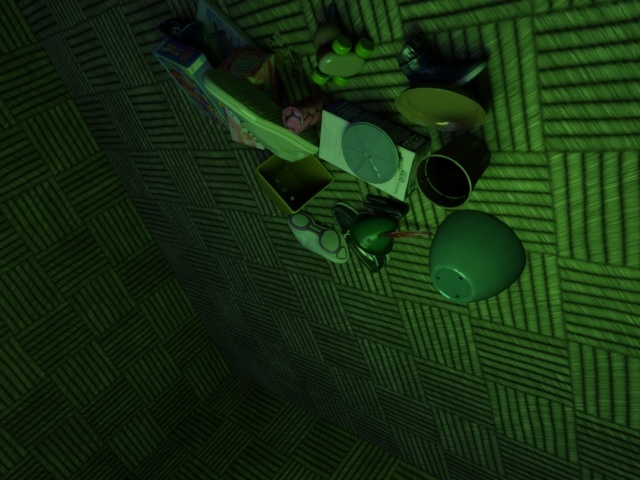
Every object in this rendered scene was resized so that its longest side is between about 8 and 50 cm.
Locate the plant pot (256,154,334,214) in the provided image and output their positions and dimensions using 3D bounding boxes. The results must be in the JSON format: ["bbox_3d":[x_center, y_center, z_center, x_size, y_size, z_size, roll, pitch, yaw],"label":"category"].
[{"bbox_3d":[-0.113,-0.218,1.872,0.212,0.212,0.187,49,159,-1],"label":"plant pot"}]

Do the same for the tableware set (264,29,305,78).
[{"bbox_3d":[-0.123,-0.602,1.634,0.154,0.024,0.104,49,147,-2],"label":"tableware set"}]

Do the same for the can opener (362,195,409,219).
[{"bbox_3d":[0.224,-0.121,1.713,0.186,0.059,0.073,27,169,44],"label":"can opener"}]

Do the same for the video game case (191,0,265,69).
[{"bbox_3d":[-0.339,-0.658,1.808,0.329,0.036,0.300,44,147,5],"label":"video game case"}]

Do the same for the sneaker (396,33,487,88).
[{"bbox_3d":[0.295,-0.455,1.257,0.226,0.086,0.163,-7,122,52],"label":"sneaker"}]

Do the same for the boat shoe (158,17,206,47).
[{"bbox_3d":[-0.502,-0.740,1.801,0.258,0.089,0.109,31,136,44],"label":"boat shoe"}]

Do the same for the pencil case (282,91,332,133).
[{"bbox_3d":[-0.039,-0.401,1.578,0.095,0.209,0.098,33,128,15],"label":"pencil case"}]

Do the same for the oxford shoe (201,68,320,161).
[{"bbox_3d":[-0.191,-0.377,1.575,0.449,0.169,0.130,27,131,-38],"label":"oxford shoe"}]

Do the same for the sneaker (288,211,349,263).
[{"bbox_3d":[0.000,0.000,2.063,0.305,0.114,0.152,38,159,22],"label":"sneaker"}]

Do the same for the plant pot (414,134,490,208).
[{"bbox_3d":[0.373,-0.198,1.361,0.167,0.165,0.167,30,143,26],"label":"plant pot"}]

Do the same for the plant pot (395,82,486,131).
[{"bbox_3d":[0.314,-0.349,1.293,0.236,0.032,0.236,16,172,2],"label":"plant pot"}]

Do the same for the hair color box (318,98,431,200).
[{"bbox_3d":[0.161,-0.288,1.562,0.339,0.110,0.185,33,142,24],"label":"hair color box"}]

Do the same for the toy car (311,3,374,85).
[{"bbox_3d":[0.040,-0.570,1.428,0.155,0.149,0.188,-39,64,53],"label":"toy car"}]

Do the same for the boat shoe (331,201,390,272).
[{"bbox_3d":[0.141,-0.012,1.880,0.302,0.091,0.114,47,147,1],"label":"boat shoe"}]

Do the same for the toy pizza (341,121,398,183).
[{"bbox_3d":[0.149,-0.261,1.480,0.201,0.032,0.201,27,139,26],"label":"toy pizza"}]

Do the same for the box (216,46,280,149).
[{"bbox_3d":[-0.238,-0.485,1.716,0.142,0.154,0.300,18,146,17],"label":"box"}]

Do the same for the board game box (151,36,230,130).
[{"bbox_3d":[-0.434,-0.564,1.831,0.233,0.078,0.347,33,168,34],"label":"board game box"}]

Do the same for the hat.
[{"bbox_3d":[0.229,-0.059,1.688,0.183,0.208,0.173,-47,44,50],"label":"hat"}]

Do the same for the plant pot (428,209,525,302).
[{"bbox_3d":[0.449,0.078,1.532,0.290,0.195,0.290,29,142,26],"label":"plant pot"}]
